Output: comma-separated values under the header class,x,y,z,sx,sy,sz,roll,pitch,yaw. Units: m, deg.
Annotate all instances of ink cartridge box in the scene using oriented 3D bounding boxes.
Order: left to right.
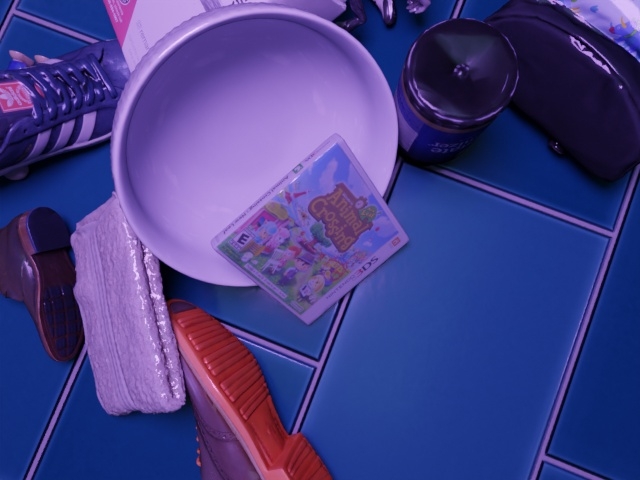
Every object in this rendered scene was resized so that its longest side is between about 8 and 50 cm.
class,x,y,z,sx,sy,sz,roll,pitch,yaw
ink cartridge box,-0.136,-0.323,0.597,0.283,0.117,0.207,-26,82,30

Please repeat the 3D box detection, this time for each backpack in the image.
class,x,y,z,sx,sy,sz,roll,pitch,yaw
backpack,0.436,-0.309,0.591,0.355,0.273,0.290,-36,77,-14

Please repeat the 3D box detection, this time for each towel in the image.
class,x,y,z,sx,sy,sz,roll,pitch,yaw
towel,-0.263,0.090,0.600,0.187,0.049,0.282,-21,81,42

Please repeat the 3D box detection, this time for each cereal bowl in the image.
class,x,y,z,sx,sy,sz,roll,pitch,yaw
cereal bowl,-0.081,-0.114,0.566,0.339,0.339,0.141,-36,42,-2

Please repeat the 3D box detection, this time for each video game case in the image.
class,x,y,z,sx,sy,sz,roll,pitch,yaw
video game case,0.000,0.000,0.585,0.193,0.212,0.023,-41,43,2

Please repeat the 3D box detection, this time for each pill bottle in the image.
class,x,y,z,sx,sy,sz,roll,pitch,yaw
pill bottle,0.152,-0.169,0.580,0.122,0.219,0.123,0,84,2

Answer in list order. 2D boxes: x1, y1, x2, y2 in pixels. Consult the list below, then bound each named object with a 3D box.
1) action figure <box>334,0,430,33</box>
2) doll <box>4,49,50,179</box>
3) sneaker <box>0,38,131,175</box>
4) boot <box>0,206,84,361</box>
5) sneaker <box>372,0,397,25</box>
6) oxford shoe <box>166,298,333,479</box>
class,x,y,z,sx,sy,sz,roll,pitch,yaw
action figure,0.066,-0.375,0.615,0.275,0.141,0.164,-44,69,33
doll,-0.447,-0.184,0.687,0.129,0.046,0.189,10,85,-5
sneaker,-0.377,-0.182,0.605,0.350,0.148,0.131,-35,97,-15
boot,-0.412,0.069,0.660,0.106,0.082,0.219,-11,88,22
sneaker,0.089,-0.378,0.699,0.043,0.040,0.109,-14,79,15
oxford shoe,-0.128,0.245,0.597,0.132,0.130,0.364,-39,77,12
